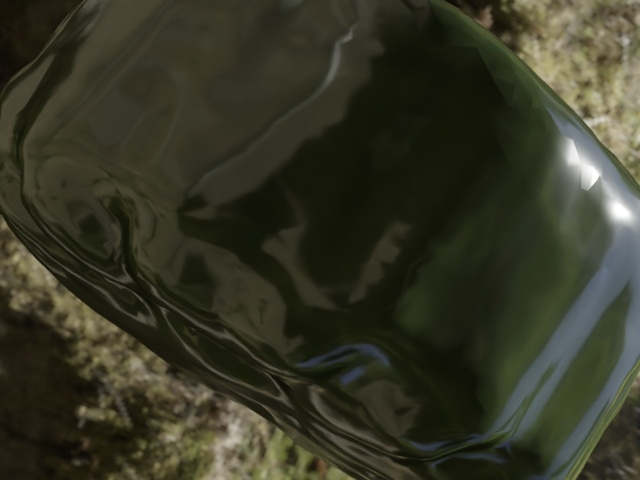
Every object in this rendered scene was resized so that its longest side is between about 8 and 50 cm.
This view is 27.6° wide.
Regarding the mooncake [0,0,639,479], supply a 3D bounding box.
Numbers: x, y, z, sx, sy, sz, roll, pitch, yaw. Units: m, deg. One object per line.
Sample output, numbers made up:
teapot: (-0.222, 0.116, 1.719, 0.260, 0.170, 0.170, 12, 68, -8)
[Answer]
mooncake: (0.000, 0.000, 0.683, 0.194, 0.356, 0.356, -58, -156, -8)
